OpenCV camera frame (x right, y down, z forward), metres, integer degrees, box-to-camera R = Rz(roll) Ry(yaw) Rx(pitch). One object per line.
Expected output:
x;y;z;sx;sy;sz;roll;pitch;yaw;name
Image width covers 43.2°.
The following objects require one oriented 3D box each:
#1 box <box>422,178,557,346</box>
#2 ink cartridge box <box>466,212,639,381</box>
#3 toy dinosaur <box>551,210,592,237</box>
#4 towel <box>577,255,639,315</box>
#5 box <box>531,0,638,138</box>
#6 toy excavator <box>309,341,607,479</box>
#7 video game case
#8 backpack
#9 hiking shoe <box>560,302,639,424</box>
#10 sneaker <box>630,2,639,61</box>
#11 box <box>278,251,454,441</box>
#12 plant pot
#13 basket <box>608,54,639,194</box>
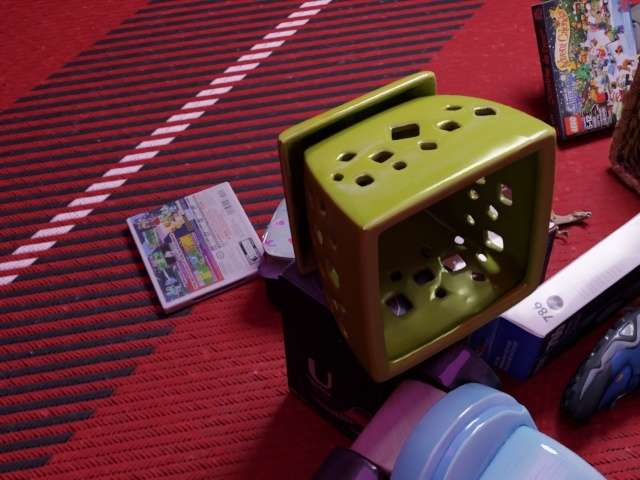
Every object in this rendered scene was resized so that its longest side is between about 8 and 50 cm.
0.203;0.028;1.141;0.168;0.203;0.167;-28;54;-18;box
0.341;0.088;1.095;0.332;0.165;0.065;-32;62;-12;ink cartridge box
0.337;-0.041;1.296;0.183;0.053;0.093;18;39;9;toy dinosaur
0.510;0.067;1.209;0.237;0.021;0.102;-1;57;2;towel
0.462;-0.307;1.390;0.159;0.233;0.044;-16;13;-9;box
0.261;0.352;0.832;0.222;0.433;0.445;-46;35;-19;toy excavator
-0.197;0.007;1.302;0.183;0.023;0.201;-22;54;-13;video game case
0.000;0.000;1.219;0.165;0.144;0.188;6;49;15;backpack
0.454;0.153;1.083;0.304;0.113;0.132;-38;68;-17;hiking shoe
0.531;-0.374;1.481;0.300;0.121;0.111;-37;42;-24;sneaker
0.056;0.123;1.030;0.165;0.270;0.143;32;57;26;box
0.085;-0.031;0.843;0.228;0.227;0.207;-27;47;-20;plant pot
0.584;-0.148;1.197;0.222;0.299;0.214;-1;52;0;basket
